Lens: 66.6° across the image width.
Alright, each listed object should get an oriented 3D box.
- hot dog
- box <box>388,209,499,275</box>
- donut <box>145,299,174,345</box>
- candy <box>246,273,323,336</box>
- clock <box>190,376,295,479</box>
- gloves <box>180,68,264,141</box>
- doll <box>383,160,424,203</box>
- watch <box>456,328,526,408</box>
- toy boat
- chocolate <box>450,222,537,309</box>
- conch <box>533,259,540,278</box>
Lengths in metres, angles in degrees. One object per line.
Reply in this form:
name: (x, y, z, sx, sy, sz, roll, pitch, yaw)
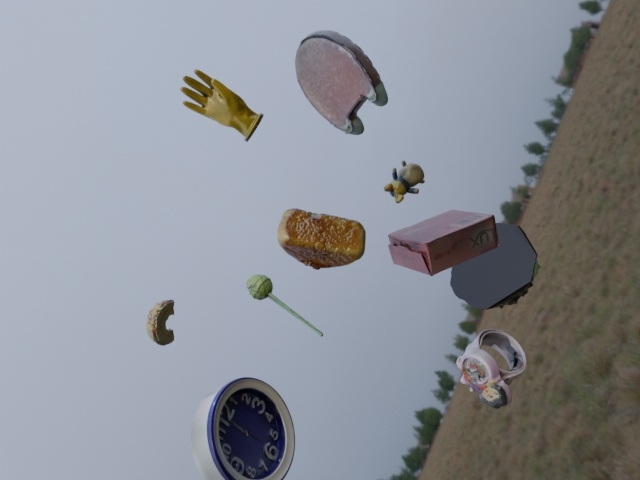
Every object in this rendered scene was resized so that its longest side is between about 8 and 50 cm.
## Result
hot dog: (0.000, 0.000, 1.444, 0.153, 0.257, 0.150, 105, 176, -67)
box: (0.200, 0.000, 0.804, 0.156, 0.111, 0.059, -19, -73, -20)
donut: (-0.572, 0.293, 1.730, 0.108, 0.065, 0.165, -3, -82, -66)
candy: (-0.125, 0.235, 1.722, 0.093, 0.336, 0.092, -53, -13, -1)
clock: (-0.159, 0.412, 1.031, 0.083, 0.230, 0.230, -32, 2, 34)
gloves: (-0.355, -0.473, 1.708, 0.133, 0.295, 0.116, -58, 16, 4)
doll: (0.243, -0.172, 1.381, 0.089, 0.102, 0.179, -40, 9, 42)
watch: (0.658, 0.477, 1.843, 0.231, 0.244, 0.196, -25, -30, -38)
toy boat: (0.043, -0.333, 1.007, 0.085, 0.227, 0.155, -28, -16, -47)
chocolate: (0.460, 0.077, 1.231, 0.177, 0.206, 0.224, 21, -51, -40)
conch: (0.551, 0.064, 1.516, 0.137, 0.251, 0.143, 56, -133, -63)
